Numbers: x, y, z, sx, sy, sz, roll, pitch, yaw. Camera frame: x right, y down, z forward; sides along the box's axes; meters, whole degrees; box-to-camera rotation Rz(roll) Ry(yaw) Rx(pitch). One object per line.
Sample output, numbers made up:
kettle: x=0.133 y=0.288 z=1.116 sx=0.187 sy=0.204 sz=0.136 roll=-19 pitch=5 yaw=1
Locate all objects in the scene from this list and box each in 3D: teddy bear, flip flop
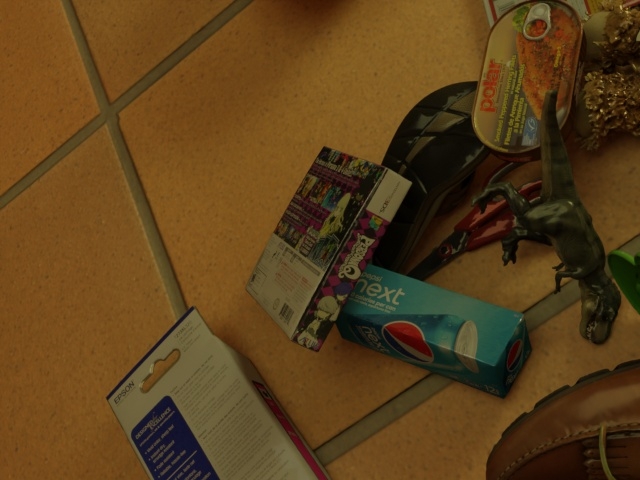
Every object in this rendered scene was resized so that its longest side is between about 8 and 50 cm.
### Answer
teddy bear: x=0.408 y=-0.182 z=1.008 sx=0.338 sy=0.113 sz=0.245 roll=-21 pitch=55 yaw=33
flip flop: x=0.126 y=-0.064 z=1.149 sx=0.112 sy=0.080 sz=0.277 roll=44 pitch=112 yaw=33

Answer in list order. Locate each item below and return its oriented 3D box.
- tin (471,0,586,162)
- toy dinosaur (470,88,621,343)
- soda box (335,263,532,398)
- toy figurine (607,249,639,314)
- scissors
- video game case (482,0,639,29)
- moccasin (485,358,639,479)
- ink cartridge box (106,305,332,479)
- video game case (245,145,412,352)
tin: x=0.223 y=-0.171 z=1.054 sx=0.106 sy=0.040 sz=0.190 roll=6 pitch=70 yaw=26
toy dinosaur: x=0.228 y=-0.022 z=1.013 sx=0.118 sy=0.064 sz=0.268 roll=-7 pitch=112 yaw=38
soda box: x=0.117 y=0.094 z=1.072 sx=0.210 sy=0.067 sz=0.071 roll=17 pitch=59 yaw=33
toy figurine: x=0.373 y=0.009 z=0.919 sx=0.159 sy=0.173 sz=0.130 roll=-37 pitch=67 yaw=-1
scissors: x=0.156 y=-0.006 z=1.136 sx=0.297 sy=0.021 sz=0.109 roll=-27 pitch=67 yaw=24
video game case: x=0.324 y=-0.342 z=1.162 sx=0.285 sy=0.025 sz=0.204 roll=-21 pitch=61 yaw=24
moccasin: x=0.333 y=0.186 z=0.885 sx=0.380 sy=0.139 sz=0.147 roll=-16 pitch=54 yaw=16
ink cartridge box: x=-0.109 y=0.265 z=1.166 sx=0.176 sy=0.069 sz=0.371 roll=-46 pitch=56 yaw=9
video game case: x=0.000 y=0.000 z=1.140 sx=0.210 sy=0.042 sz=0.232 roll=-62 pitch=20 yaw=1
